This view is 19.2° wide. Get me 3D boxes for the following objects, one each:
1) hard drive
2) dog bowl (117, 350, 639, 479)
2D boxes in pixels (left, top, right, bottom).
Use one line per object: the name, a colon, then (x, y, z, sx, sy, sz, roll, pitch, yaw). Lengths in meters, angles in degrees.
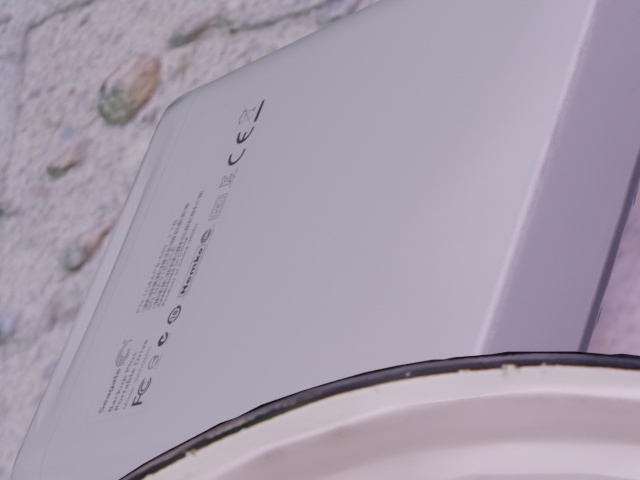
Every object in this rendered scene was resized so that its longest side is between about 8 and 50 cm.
hard drive: (0.000, 0.000, 0.805, 0.353, 0.047, 0.233, -18, 46, 55)
dog bowl: (0.062, 0.242, 0.486, 0.408, 0.150, 0.408, -3, 72, 10)
